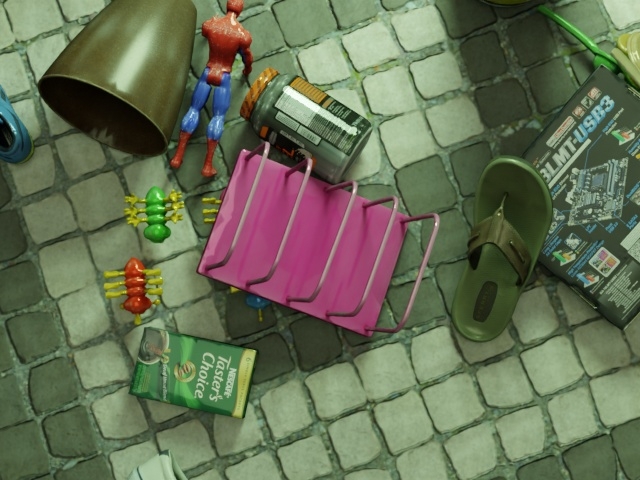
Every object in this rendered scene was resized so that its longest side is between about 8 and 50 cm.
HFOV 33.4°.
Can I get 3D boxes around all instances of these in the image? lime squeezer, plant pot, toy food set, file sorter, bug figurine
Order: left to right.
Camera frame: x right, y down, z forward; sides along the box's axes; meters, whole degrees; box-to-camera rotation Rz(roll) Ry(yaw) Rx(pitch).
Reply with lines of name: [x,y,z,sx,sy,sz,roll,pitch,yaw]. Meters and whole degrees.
plant pot: [-0.289,-0.285,1.659,0.215,0.215,0.230,22,71,4]
bug figurine: [-0.195,0.021,1.671,0.279,0.072,0.216,-1,90,-4]
file sorter: [0.000,0.000,1.571,0.290,0.182,0.202,22,80,-14]
lime squeezer: [0.448,-0.249,1.706,0.110,0.059,0.310,-21,84,29]
toy food set: [0.519,-0.276,1.675,0.132,0.038,0.192,50,48,3]

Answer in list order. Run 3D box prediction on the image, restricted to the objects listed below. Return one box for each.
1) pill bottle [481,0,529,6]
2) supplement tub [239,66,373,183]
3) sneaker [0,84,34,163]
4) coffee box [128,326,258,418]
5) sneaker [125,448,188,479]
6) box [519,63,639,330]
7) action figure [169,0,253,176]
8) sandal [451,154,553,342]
pill bottle: [0.301,-0.464,1.573,0.188,0.334,0.188,0,92,-1]
supplement tub: [-0.024,-0.183,1.669,0.190,0.117,0.117,33,85,5]
sneaker: [-0.535,-0.214,1.705,0.069,0.082,0.209,-37,83,-1]
coffee box: [-0.196,0.205,1.668,0.184,0.040,0.113,13,84,3]
sneaker: [-0.186,0.431,1.615,0.091,0.094,0.258,-41,83,1]
box: [0.445,-0.066,1.643,0.293,0.073,0.295,40,97,6]
action figure: [-0.163,-0.255,1.704,0.091,0.139,0.280,17,106,0]
sandal: [0.270,0.023,1.604,0.120,0.086,0.303,15,108,15]
